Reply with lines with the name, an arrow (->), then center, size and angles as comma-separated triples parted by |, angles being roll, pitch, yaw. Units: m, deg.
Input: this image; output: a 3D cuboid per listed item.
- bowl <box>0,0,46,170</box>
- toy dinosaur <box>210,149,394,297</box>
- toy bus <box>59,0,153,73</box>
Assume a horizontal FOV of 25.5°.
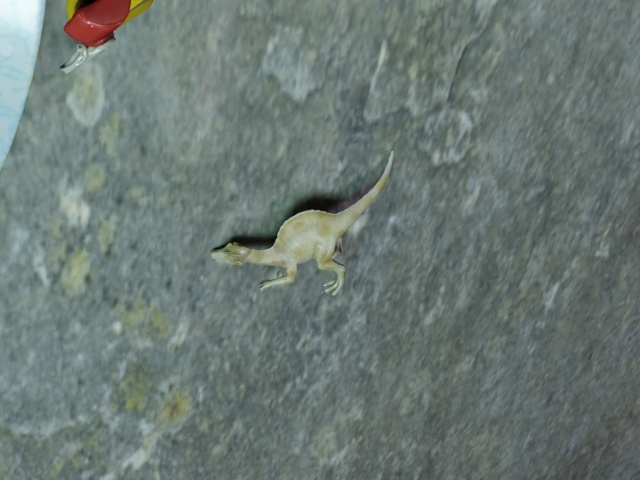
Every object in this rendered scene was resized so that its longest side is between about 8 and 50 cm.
bowl -> -0.282, -0.123, 0.789 | 0.156, 0.289, 0.289 | 14, 136, 9
toy dinosaur -> 0.000, 0.000, 1.230 | 0.183, 0.053, 0.092 | -27, 140, -8
toy bus -> -0.114, -0.202, 0.889 | 0.202, 0.191, 0.104 | -34, 99, 0
